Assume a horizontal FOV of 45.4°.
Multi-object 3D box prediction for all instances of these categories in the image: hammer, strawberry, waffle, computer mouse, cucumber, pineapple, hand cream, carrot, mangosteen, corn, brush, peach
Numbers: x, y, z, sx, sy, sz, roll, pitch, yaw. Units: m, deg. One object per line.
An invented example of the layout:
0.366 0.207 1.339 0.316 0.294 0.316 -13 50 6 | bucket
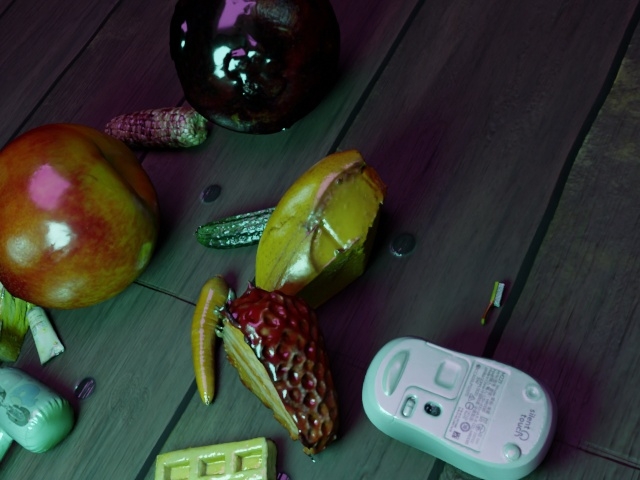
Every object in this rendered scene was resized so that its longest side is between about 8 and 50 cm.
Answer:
-0.632 0.421 1.477 0.206 0.119 0.336 21 75 35 | hammer
-0.055 0.192 1.288 0.150 0.253 0.280 -33 51 -21 | strawberry
-0.180 0.460 1.268 0.221 0.055 0.248 -14 53 15 | waffle
0.211 0.262 1.191 0.296 0.121 0.184 15 62 17 | computer mouse
-0.146 -0.022 1.582 0.265 0.077 0.077 -12 53 18 | cucumber
-0.725 0.188 1.690 0.236 0.114 0.186 -49 52 -1 | pineapple
-0.603 0.203 1.658 0.061 0.039 0.143 -35 55 -4 | hand cream
-0.221 0.188 1.482 0.062 0.066 0.271 -43 33 54 | carrot
-0.164 -0.430 1.696 0.381 0.381 0.421 -45 41 -10 | mangosteen
-0.402 -0.271 1.862 0.289 0.098 0.098 0 57 29 | corn
0.299 0.111 1.319 0.021 0.019 0.083 17 64 22 | brush
-0.526 -0.039 1.589 0.388 0.388 0.388 -12 53 17 | peach

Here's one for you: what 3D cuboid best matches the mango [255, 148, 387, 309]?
0.000 0.000 1.433 0.350 0.201 0.199 -53 33 5 | mango
